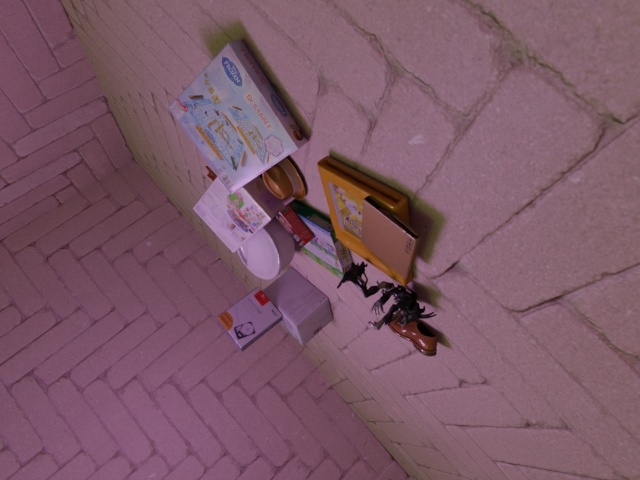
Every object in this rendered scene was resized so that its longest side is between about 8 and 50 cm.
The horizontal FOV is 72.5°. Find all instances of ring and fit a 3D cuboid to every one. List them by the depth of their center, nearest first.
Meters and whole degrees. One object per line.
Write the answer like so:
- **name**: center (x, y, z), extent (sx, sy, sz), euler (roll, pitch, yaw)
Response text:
- **ring**: center (-0.393, -0.193, 1.926), extent (0.336, 0.032, 0.336), euler (47, 175, 6)

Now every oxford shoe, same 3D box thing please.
- **oxford shoe**: center (0.295, 0.281, 1.397), extent (0.212, 0.076, 0.076), euler (30, 121, 49)

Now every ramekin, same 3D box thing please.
- **ramekin**: center (-0.224, 0.016, 1.815), extent (0.272, 0.127, 0.273), euler (22, 126, 34)

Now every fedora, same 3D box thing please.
- **fedora**: center (-0.133, -0.200, 1.427), extent (0.194, 0.079, 0.194), euler (42, 157, 22)

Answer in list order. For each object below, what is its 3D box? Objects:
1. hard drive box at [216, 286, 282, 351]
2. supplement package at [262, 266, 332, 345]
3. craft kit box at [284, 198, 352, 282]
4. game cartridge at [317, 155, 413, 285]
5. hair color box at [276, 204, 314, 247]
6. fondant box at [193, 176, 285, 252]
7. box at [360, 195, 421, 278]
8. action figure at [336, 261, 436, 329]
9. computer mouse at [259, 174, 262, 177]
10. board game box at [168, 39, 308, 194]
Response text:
- **hard drive box**: center (-0.318, 0.352, 1.961), extent (0.181, 0.232, 0.089), euler (46, 155, 15)
- **supplement package**: center (-0.109, 0.310, 2.065), extent (0.262, 0.199, 0.198), euler (37, 154, 33)
- **craft kit box**: center (0.000, 0.000, 1.527), extent (0.249, 0.061, 0.247), euler (32, 150, 41)
- **game cartridge**: center (0.125, -0.047, 1.191), extent (0.285, 0.052, 0.324), euler (35, 154, 36)
- **hair color box**: center (-0.088, -0.047, 1.493), extent (0.141, 0.043, 0.072), euler (51, 160, 1)
- **fondant box**: center (-0.311, -0.123, 1.624), extent (0.238, 0.096, 0.330), euler (49, 139, -6)
- **box**: center (0.166, -0.004, 1.081), extent (0.164, 0.021, 0.201), euler (41, 159, 24)
- **action figure**: center (0.185, 0.176, 1.257), extent (0.275, 0.141, 0.164), euler (32, -170, 8)
- **computer mouse**: center (-0.314, -0.324, 1.604), extent (0.272, 0.072, 0.188), euler (49, 159, 5)
- **board game box**: center (-0.242, -0.334, 1.248), extent (0.318, 0.066, 0.319), euler (-24, 106, 39)
